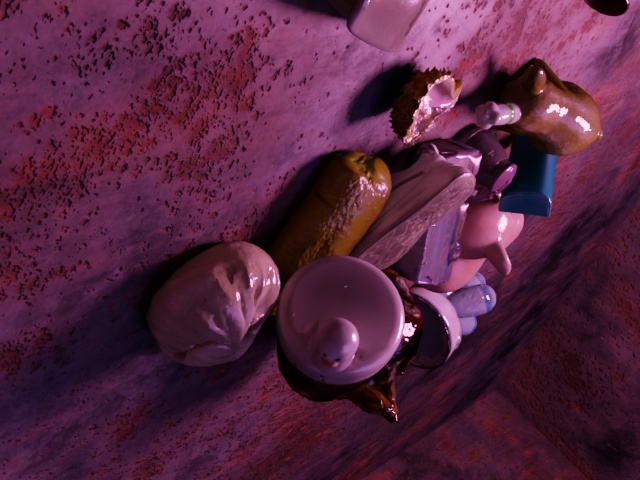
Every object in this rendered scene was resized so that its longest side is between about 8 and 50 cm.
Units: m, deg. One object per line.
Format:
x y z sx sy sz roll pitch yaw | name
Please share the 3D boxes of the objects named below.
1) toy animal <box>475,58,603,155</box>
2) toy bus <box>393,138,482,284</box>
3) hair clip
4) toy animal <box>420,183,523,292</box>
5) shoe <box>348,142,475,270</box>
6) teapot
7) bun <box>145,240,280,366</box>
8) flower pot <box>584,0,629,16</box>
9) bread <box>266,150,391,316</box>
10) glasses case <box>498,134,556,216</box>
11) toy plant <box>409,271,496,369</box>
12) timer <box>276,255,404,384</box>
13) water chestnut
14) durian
0.459 -0.297 1.872 0.363 0.180 0.181 16 111 -38 | toy animal
0.244 -0.054 1.849 0.138 0.112 0.317 -13 120 -44 | toy bus
0.106 -0.361 1.243 0.282 0.113 0.172 -12 141 -52 | hair clip
0.338 -0.007 2.085 0.326 0.237 0.269 -56 -178 17 | toy animal
0.148 -0.074 1.725 0.316 0.159 0.124 -37 151 11 | shoe
0.354 -0.163 1.912 0.148 0.146 0.116 -44 156 -1 | teapot
-0.178 0.122 1.507 0.259 0.160 0.259 -33 153 -20 | bun
0.613 -0.539 1.802 0.089 0.111 0.111 -58 158 -9 | flower pot
0.000 0.000 1.649 0.383 0.112 0.166 -53 155 20 | bread
0.491 -0.165 2.017 0.301 0.117 0.070 -66 157 -51 | glasses case
0.347 0.180 2.393 0.332 0.247 0.247 -32 154 -41 | toy plant
0.036 0.137 1.528 0.233 0.233 0.240 -35 165 -21 | timer
0.078 0.235 1.843 0.335 0.347 0.335 -30 171 -5 | water chestnut
0.194 -0.267 1.589 0.224 0.078 0.140 -35 144 -46 | durian
